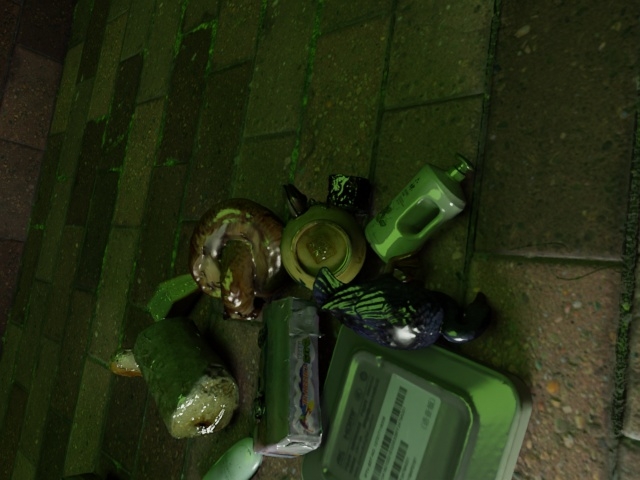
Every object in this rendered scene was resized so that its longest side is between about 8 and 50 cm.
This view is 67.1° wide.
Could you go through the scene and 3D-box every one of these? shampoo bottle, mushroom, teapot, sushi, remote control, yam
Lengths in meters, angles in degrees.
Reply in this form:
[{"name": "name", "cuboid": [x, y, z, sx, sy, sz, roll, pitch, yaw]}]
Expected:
[{"name": "shampoo bottle", "cuboid": [0.193, -0.062, 0.907, 0.234, 0.087, 0.118, -48, 48, 23]}, {"name": "mushroom", "cuboid": [-0.189, 0.047, 1.155, 0.263, 0.195, 0.283, 7, 88, 7]}, {"name": "teapot", "cuboid": [0.000, 0.000, 1.000, 0.173, 0.182, 0.269, -32, 92, 6]}, {"name": "sushi", "cuboid": [0.056, -0.096, 1.040, 0.098, 0.094, 0.084, -1, 82, 37]}, {"name": "remote control", "cuboid": [-0.222, 0.563, 1.165, 0.256, 0.045, 0.097, -51, 51, 24]}, {"name": "yam", "cuboid": [-0.343, 0.346, 1.234, 0.300, 0.195, 0.195, 40, 107, 42]}]

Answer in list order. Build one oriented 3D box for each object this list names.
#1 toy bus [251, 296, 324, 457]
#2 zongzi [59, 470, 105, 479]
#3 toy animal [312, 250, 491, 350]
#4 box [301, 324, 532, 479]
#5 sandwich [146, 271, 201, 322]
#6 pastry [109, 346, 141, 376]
[{"name": "toy bus", "cuboid": [-0.064, 0.267, 0.993, 0.138, 0.112, 0.317, -41, 42, 45]}, {"name": "zongzi", "cuboid": [-0.627, 0.890, 1.380, 0.392, 0.174, 0.356, -5, 80, 36]}, {"name": "toy animal", "cuboid": [0.134, 0.106, 0.832, 0.185, 0.298, 0.122, -88, 1, -52]}, {"name": "box", "cuboid": [0.141, 0.351, 0.853, 0.373, 0.090, 0.367, 16, 90, 43]}, {"name": "sandwich", "cuboid": [-0.439, 0.189, 1.427, 0.258, 0.096, 0.094, -53, 56, 23]}, {"name": "pastry", "cuboid": [-0.559, 0.368, 1.457, 0.153, 0.153, 0.081, -16, 66, 39]}]
